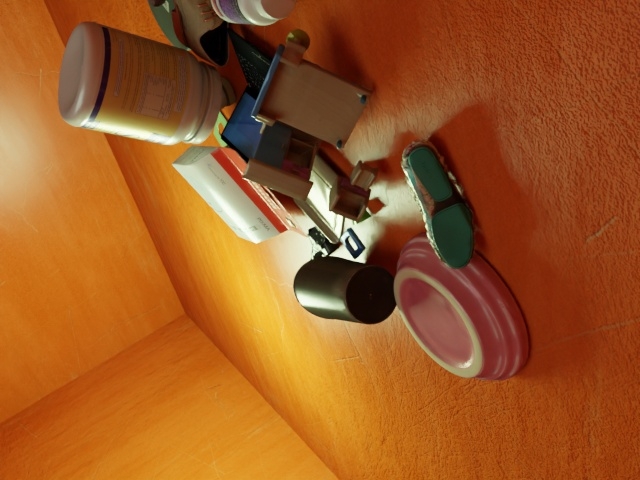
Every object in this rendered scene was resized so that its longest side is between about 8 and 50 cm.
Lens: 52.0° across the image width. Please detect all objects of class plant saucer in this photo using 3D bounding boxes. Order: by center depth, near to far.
[{"bbox_3d":[0.255,0.144,1.295,0.332,0.084,0.332,47,155,30],"label":"plant saucer"}]

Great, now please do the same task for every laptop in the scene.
[{"bbox_3d":[-0.163,-0.312,1.524,0.234,0.137,0.264,43,164,34],"label":"laptop"}]

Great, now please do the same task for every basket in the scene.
[{"bbox_3d":[0.068,0.115,1.493,0.227,0.204,0.154,180,100,-70],"label":"basket"}]

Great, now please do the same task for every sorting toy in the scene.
[{"bbox_3d":[0.008,-0.113,1.545,0.347,0.047,0.196,48,151,24],"label":"sorting toy"}]

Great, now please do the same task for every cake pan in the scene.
[{"bbox_3d":[-0.384,-0.626,1.709,0.293,0.054,0.293,46,154,30],"label":"cake pan"}]

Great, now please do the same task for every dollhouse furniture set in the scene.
[{"bbox_3d":[0.016,-0.249,1.308,0.286,0.198,0.303,21,129,-9],"label":"dollhouse furniture set"}]

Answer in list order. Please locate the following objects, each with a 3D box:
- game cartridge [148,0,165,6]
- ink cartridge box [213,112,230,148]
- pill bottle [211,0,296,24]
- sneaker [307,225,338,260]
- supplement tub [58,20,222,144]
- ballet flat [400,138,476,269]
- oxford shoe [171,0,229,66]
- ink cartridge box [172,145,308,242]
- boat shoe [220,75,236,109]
[{"bbox_3d":[-0.374,-0.707,1.472,0.198,0.062,0.297,58,138,14],"label":"game cartridge"},{"bbox_3d":[-0.269,-0.252,1.947,0.235,0.056,0.171,53,158,8],"label":"ink cartridge box"},{"bbox_3d":[-0.130,-0.478,1.283,0.193,0.108,0.108,29,144,51],"label":"pill bottle"},{"bbox_3d":[-0.002,0.001,1.710,0.089,0.051,0.170,57,153,4],"label":"sneaker"},{"bbox_3d":[-0.430,-0.363,1.574,0.241,0.331,0.241,-14,72,52],"label":"supplement tub"},{"bbox_3d":[0.210,-0.068,1.150,0.077,0.091,0.241,-83,-27,-75],"label":"ballet flat"},{"bbox_3d":[-0.264,-0.554,1.457,0.146,0.140,0.397,46,166,20],"label":"oxford shoe"},{"bbox_3d":[-0.226,-0.115,1.787,0.308,0.091,0.385,50,166,-25],"label":"ink cartridge box"},{"bbox_3d":[-0.346,-0.406,1.844,0.302,0.103,0.113,14,131,60],"label":"boat shoe"}]
